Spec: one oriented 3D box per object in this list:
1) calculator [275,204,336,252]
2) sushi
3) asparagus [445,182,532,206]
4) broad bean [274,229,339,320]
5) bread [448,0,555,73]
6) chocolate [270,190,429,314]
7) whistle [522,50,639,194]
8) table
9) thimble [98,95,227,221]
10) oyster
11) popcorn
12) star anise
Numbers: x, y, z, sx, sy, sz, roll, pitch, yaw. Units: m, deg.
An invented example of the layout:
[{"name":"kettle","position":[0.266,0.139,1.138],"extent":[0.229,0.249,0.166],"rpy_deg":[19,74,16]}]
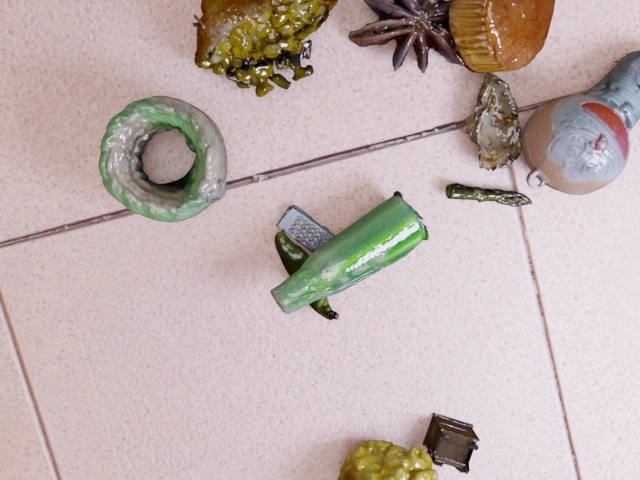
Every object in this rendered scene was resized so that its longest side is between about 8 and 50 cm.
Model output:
[{"name":"calculator","position":[0.000,0.000,1.169],"extent":[0.172,0.018,0.057],"rpy_deg":[36,96,-6]},{"name":"sushi","position":[-0.086,-0.376,1.063],"extent":[0.296,0.167,0.179],"rpy_deg":[-25,74,-5]},{"name":"asparagus","position":[0.316,-0.083,1.153],"extent":[0.165,0.036,0.030],"rpy_deg":[8,104,-2]},{"name":"broad bean","position":[-0.027,0.070,1.158],"extent":[0.046,0.061,0.195],"rpy_deg":[-30,83,-28]},{"name":"bread","position":[0.313,-0.383,1.044],"extent":[0.199,0.104,0.199],"rpy_deg":[-12,110,-36]},{"name":"chocolate","position":[0.046,0.033,1.100],"extent":[0.291,0.110,0.110],"rpy_deg":[-32,96,-11]},{"name":"whistle","position":[0.492,-0.211,1.084],"extent":[0.348,0.189,0.189],"rpy_deg":[-43,95,-7]},{"name":"table","position":[0.252,0.388,1.181],"extent":[0.083,0.082,0.070],"rpy_deg":[18,96,-3]},{"name":"thimble","position":[-0.263,-0.139,1.082],"extent":[0.218,0.150,0.219],"rpy_deg":[0,96,0]},{"name":"oyster","position":[0.313,-0.216,1.129],"extent":[0.105,0.056,0.177],"rpy_deg":[-16,102,-15]},{"name":"popcorn","position":[0.132,0.475,1.147],"extent":[0.169,0.218,0.189],"rpy_deg":[-31,116,-33]},{"name":"star anise","position":[0.165,-0.395,1.095],"extent":[0.236,0.093,0.229],"rpy_deg":[-24,102,6]}]
